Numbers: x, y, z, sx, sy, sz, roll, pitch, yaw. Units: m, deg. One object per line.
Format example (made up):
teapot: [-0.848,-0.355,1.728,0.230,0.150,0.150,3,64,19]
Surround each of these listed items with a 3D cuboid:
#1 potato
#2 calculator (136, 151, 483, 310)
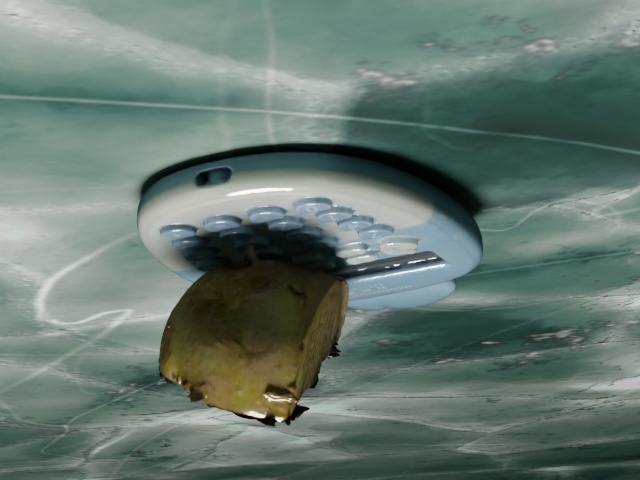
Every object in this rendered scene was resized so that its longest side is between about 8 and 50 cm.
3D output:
potato: [-0.037,0.040,1.150,0.101,0.089,0.172,13,-163,11]
calculator: [0.000,0.000,1.197,0.188,0.042,0.303,-12,164,21]
